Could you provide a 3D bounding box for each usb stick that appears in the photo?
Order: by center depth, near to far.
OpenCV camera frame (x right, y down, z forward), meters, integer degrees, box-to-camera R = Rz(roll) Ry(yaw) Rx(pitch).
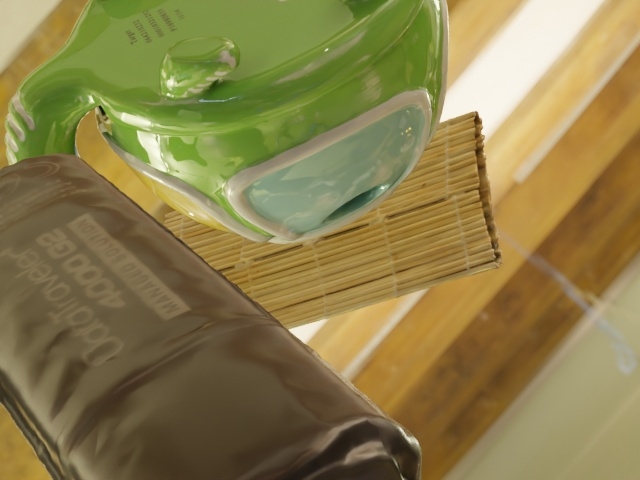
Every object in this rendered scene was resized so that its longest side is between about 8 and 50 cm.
[{"bbox_3d":[-0.058,0.032,0.510,0.077,0.278,0.045,-31,-63,-13],"label":"usb stick"}]

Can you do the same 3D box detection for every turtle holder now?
[{"bbox_3d":[-0.053,-0.099,1.218,0.320,0.243,0.227,-47,-41,-25],"label":"turtle holder"}]

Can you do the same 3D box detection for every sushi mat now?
[{"bbox_3d":[0.000,0.000,1.468,0.316,0.151,0.019,-18,-30,25],"label":"sushi mat"}]
